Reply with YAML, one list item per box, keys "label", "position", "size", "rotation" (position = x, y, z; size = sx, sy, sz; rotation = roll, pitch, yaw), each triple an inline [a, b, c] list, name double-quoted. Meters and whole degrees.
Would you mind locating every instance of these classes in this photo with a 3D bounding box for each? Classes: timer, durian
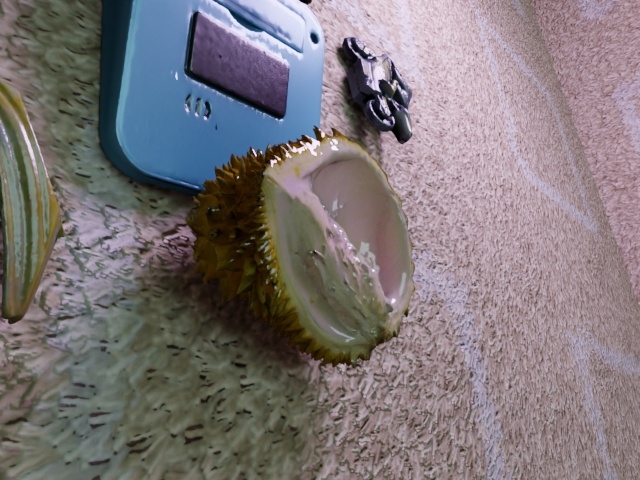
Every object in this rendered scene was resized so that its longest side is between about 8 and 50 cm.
- label: "timer"
  position: [-0.104, -0.154, 0.524]
  size: [0.232, 0.091, 0.250]
  rotation: [16, 70, -45]
- label: "durian"
  position: [-0.010, 0.007, 0.468]
  size: [0.250, 0.138, 0.183]
  rotation: [43, 40, -35]

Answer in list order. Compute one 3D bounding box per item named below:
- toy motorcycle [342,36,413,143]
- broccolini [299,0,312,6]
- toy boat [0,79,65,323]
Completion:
- label: "toy motorcycle"
  position: [0.097, -0.230, 0.793]
  size: [0.124, 0.061, 0.193]
  rotation: [12, 52, -38]
- label: "broccolini"
  position: [-0.053, -0.389, 0.678]
  size: [0.201, 0.074, 0.058]
  rotation: [25, 69, -54]
- label: "toy boat"
  position: [-0.206, -0.034, 0.323]
  size: [0.066, 0.065, 0.172]
  rotation: [-19, 83, -30]
